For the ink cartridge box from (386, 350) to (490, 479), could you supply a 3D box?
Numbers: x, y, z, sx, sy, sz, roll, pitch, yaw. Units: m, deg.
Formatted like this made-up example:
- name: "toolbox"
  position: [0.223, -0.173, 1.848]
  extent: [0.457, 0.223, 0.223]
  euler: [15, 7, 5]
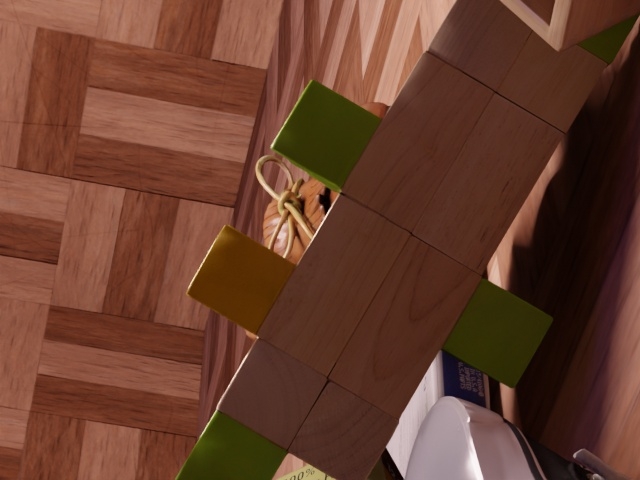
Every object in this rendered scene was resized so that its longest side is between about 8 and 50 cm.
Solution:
- name: "ink cartridge box"
  position: [0.077, 0.134, 1.319]
  extent: [0.223, 0.045, 0.224]
  euler: [-89, 11, -50]

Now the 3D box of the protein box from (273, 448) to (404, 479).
- name: "protein box"
  position: [-0.014, 0.262, 1.117]
  extent: [0.136, 0.200, 0.201]
  euler: [61, -173, -21]

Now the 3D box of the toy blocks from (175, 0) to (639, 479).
- name: "toy blocks"
  position: [0.052, 0.002, 1.130]
  extent: [0.381, 0.191, 0.261]
  euler: [-60, -1, -2]

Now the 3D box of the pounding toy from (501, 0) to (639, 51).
- name: "pounding toy"
  position: [0.159, -0.192, 0.914]
  extent: [0.206, 0.094, 0.181]
  euler: [47, 151, 28]

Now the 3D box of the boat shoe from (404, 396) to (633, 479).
- name: "boat shoe"
  position: [0.116, 0.153, 0.811]
  extent: [0.306, 0.105, 0.113]
  euler: [-154, 78, -75]

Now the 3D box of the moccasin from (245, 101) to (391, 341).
- name: "moccasin"
  position: [0.000, -0.003, 1.670]
  extent: [0.380, 0.147, 0.139]
  euler: [114, 164, -61]
